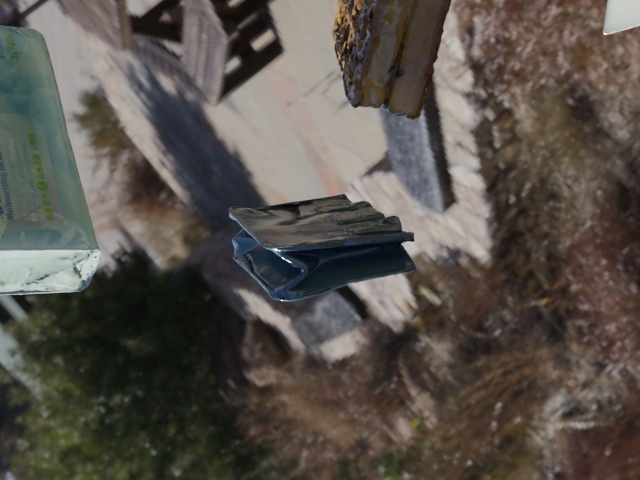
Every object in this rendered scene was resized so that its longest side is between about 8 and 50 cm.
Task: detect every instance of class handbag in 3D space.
[{"bbox_3d":[0.000,0.000,1.221,0.229,0.179,0.062,-145,49,-67],"label":"handbag"}]

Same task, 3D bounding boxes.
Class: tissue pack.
[{"bbox_3d":[-0.306,-0.079,0.956,0.089,0.177,0.263,-55,46,44],"label":"tissue pack"}]

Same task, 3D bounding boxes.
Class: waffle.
[{"bbox_3d":[0.092,-0.319,1.216,0.213,0.091,0.308,-101,23,-57],"label":"waffle"}]

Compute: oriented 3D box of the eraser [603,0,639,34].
[{"bbox_3d":[0.556,-0.471,1.661,0.082,0.397,0.213,22,132,27],"label":"eraser"}]
